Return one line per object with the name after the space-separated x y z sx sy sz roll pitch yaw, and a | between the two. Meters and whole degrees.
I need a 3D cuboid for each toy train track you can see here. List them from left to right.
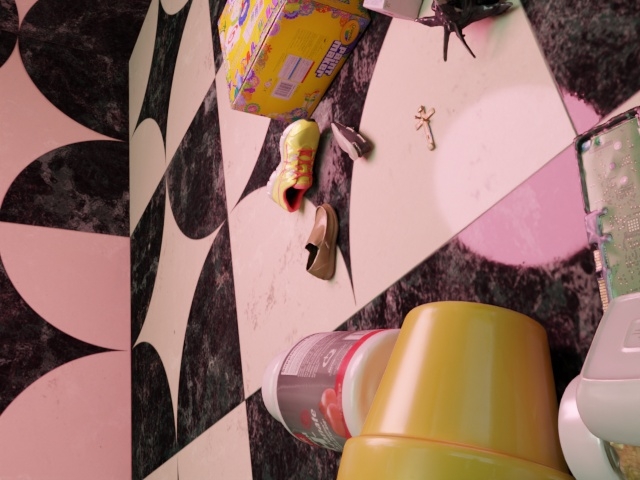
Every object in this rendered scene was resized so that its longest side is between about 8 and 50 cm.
0.162 -0.177 1.005 0.048 0.014 0.083 -46 46 47 | toy train track

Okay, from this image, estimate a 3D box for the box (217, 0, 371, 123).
-0.070 -0.449 1.320 0.290 0.176 0.279 -50 42 44 | box

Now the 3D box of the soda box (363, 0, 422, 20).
0.144 -0.478 1.050 0.069 0.073 0.216 42 120 56 | soda box

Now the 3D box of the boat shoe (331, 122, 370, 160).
0.054 -0.187 1.177 0.046 0.038 0.125 65 176 -33 | boat shoe

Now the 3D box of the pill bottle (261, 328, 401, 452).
0.036 0.224 0.964 0.318 0.176 0.177 -17 68 59 | pill bottle

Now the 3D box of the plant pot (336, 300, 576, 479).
0.156 0.205 0.708 0.254 0.253 0.239 -27 46 56 | plant pot

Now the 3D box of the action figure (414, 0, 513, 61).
0.185 -0.400 0.893 0.164 0.140 0.276 6 87 49 | action figure

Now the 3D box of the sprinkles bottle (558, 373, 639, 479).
0.353 0.138 0.473 0.355 0.121 0.121 -28 59 55 | sprinkles bottle

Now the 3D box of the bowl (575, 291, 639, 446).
0.269 0.088 0.505 0.142 0.053 0.142 -54 16 -27 | bowl

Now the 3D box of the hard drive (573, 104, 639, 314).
0.380 -0.041 0.530 0.339 0.064 0.237 -29 58 55 | hard drive

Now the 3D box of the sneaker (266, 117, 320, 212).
-0.041 -0.148 1.308 0.094 0.081 0.209 55 137 42 | sneaker

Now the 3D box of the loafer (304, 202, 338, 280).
0.000 0.000 1.213 0.056 0.050 0.148 -21 65 58 | loafer
